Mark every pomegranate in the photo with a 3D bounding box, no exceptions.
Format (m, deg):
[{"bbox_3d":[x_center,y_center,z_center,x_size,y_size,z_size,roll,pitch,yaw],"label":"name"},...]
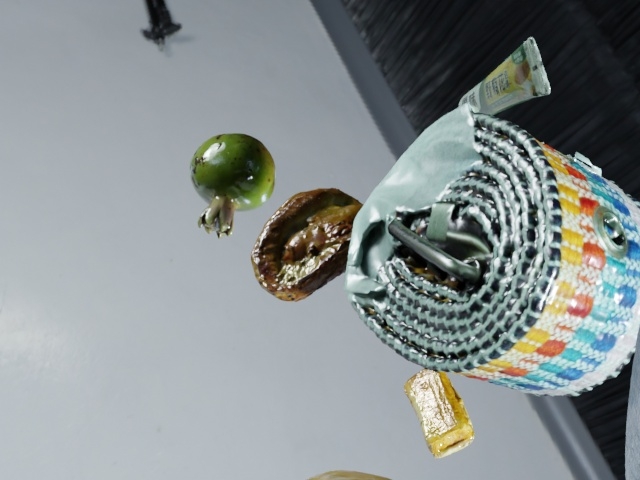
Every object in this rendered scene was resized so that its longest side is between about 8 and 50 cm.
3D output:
[{"bbox_3d":[-0.116,-0.070,0.944,0.114,0.114,0.142,21,62,-16],"label":"pomegranate"}]

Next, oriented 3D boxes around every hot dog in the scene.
[{"bbox_3d":[-0.001,0.001,0.723,0.147,0.065,0.099,-29,54,-28],"label":"hot dog"}]

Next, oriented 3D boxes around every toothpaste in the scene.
[{"bbox_3d":[0.167,-0.140,0.685,0.031,0.204,0.049,-18,91,-6],"label":"toothpaste"}]

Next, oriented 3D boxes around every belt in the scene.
[{"bbox_3d":[0.137,0.008,0.601,0.150,0.207,0.257,21,10,-29],"label":"belt"}]

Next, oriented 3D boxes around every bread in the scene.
[{"bbox_3d":[0.169,0.244,1.055,0.053,0.074,0.132,46,14,-39],"label":"bread"}]

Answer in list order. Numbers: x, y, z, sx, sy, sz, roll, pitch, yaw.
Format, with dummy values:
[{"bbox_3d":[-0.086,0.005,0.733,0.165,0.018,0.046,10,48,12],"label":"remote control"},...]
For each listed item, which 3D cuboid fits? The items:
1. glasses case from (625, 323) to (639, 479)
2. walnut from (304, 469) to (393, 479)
[{"bbox_3d":[0.165,0.023,0.283,0.067,0.282,0.109,6,20,8],"label":"glasses case"},{"bbox_3d":[0.041,0.478,0.870,0.384,0.383,0.383,13,58,-21],"label":"walnut"}]
